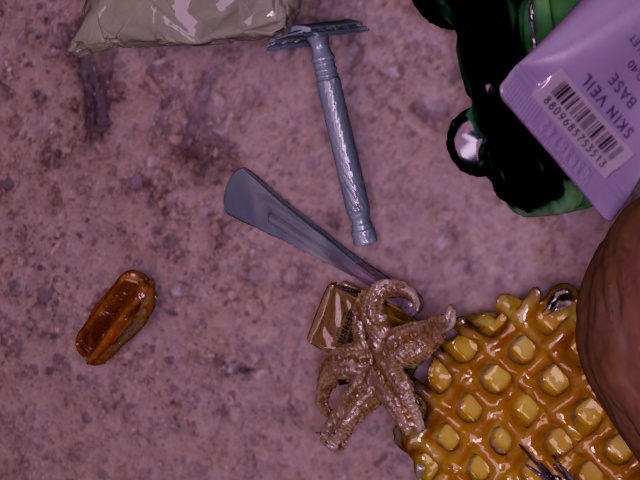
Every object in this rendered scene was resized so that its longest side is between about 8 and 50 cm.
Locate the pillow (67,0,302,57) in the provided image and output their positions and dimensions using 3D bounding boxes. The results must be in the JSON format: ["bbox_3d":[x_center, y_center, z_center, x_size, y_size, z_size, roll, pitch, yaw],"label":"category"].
[{"bbox_3d":[-0.120,-0.321,1.311,0.274,0.076,0.280,3,65,32],"label":"pillow"}]

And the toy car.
[{"bbox_3d":[0.199,-0.205,1.096,0.213,0.177,0.358,169,89,-76],"label":"toy car"}]

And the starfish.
[{"bbox_3d":[0.057,0.121,1.216,0.210,0.053,0.150,-37,73,35],"label":"starfish"}]

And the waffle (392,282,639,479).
[{"bbox_3d":[0.223,0.189,1.165,0.329,0.062,0.329,1,91,32],"label":"waffle"}]

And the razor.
[{"bbox_3d":[0.018,-0.108,1.285,0.068,0.106,0.231,-9,96,33],"label":"razor"}]

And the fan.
[{"bbox_3d":[0.000,0.000,1.325,0.282,0.023,0.057,30,107,32],"label":"fan"}]

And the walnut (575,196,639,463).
[{"bbox_3d":[0.369,0.089,0.938,0.306,0.306,0.344,-42,66,27],"label":"walnut"}]

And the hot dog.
[{"bbox_3d":[-0.239,0.094,1.480,0.062,0.038,0.144,48,118,19],"label":"hot dog"}]

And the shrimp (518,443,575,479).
[{"bbox_3d":[0.284,0.269,1.028,0.145,0.116,0.343,-42,107,10],"label":"shrimp"}]

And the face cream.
[{"bbox_3d":[0.257,-0.164,0.972,0.274,0.154,0.096,-52,30,-12],"label":"face cream"}]

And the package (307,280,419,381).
[{"bbox_3d":[0.055,0.097,1.282,0.131,0.047,0.071,25,103,28],"label":"package"}]
